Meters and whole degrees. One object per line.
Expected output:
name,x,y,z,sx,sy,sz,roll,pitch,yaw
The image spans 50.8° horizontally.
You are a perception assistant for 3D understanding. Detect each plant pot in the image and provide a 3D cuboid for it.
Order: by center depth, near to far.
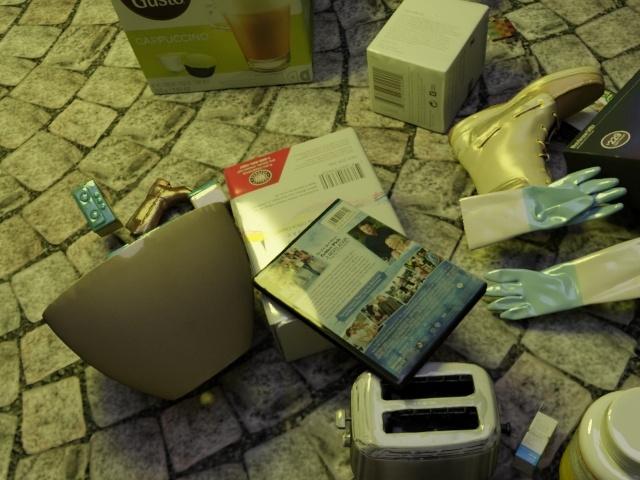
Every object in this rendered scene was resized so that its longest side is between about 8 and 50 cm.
plant pot,-0.201,0.104,0.927,0.284,0.284,0.191,-33,89,-14

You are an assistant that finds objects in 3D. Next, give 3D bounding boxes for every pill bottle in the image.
pill bottle,0.339,0.243,0.749,0.117,0.215,0.117,-4,55,6

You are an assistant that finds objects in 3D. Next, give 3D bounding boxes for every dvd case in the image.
dvd case,0.059,0.058,0.871,0.253,0.022,0.180,32,64,30

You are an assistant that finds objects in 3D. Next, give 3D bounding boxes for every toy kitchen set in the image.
toy kitchen set,-0.270,-0.061,1.080,0.207,0.122,0.166,-30,78,-11

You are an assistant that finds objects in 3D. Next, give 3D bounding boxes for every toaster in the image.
toaster,0.135,0.229,0.833,0.227,0.146,0.129,-3,56,6

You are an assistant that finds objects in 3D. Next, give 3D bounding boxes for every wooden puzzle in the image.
wooden puzzle,0.357,-0.417,1.336,0.049,0.006,0.083,-12,55,0

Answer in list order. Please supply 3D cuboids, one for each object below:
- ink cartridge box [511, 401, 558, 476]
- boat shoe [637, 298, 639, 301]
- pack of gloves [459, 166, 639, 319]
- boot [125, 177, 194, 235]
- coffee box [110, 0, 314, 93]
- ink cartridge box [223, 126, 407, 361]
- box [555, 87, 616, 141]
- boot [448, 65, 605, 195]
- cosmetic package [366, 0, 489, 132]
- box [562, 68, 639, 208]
ink cartridge box,0.276,0.251,0.855,0.028,0.048,0.083,27,64,24
boat shoe,0.542,-0.039,0.973,0.119,0.121,0.335,29,63,28
pack of gloves,0.336,0.008,0.976,0.232,0.046,0.195,-14,74,20
boot,-0.267,-0.045,1.156,0.106,0.037,0.114,18,63,19
coffee box,-0.197,-0.530,1.299,0.338,0.334,0.338,-4,55,7
ink cartridge box,0.000,0.000,1.024,0.226,0.131,0.306,-17,56,-4
box,0.499,-0.186,1.134,0.114,0.036,0.207,-37,58,-17
boot,0.353,-0.148,1.070,0.262,0.095,0.203,-24,54,14
cosmetic package,0.194,-0.322,1.206,0.151,0.151,0.183,23,63,22
box,0.515,-0.162,0.990,0.261,0.103,0.184,-43,31,-21
